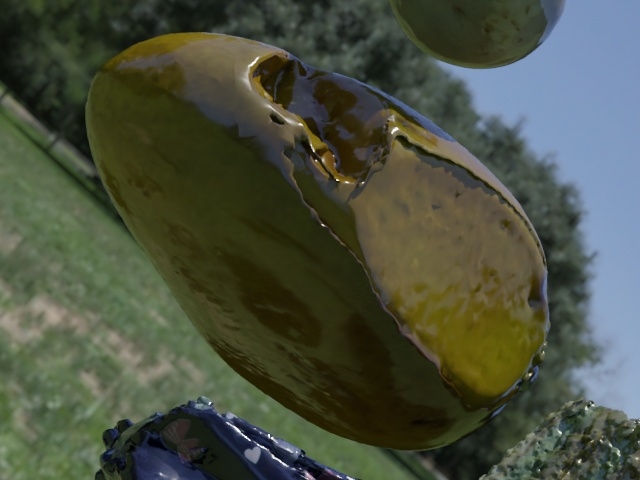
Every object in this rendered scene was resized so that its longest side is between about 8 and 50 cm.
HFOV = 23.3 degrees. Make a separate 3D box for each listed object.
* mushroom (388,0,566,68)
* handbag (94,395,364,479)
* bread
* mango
[{"bbox_3d":[0.072,-0.123,0.695,0.085,0.079,0.085,14,-47,15],"label":"mushroom"},{"bbox_3d":[-0.019,0.184,0.948,0.260,0.113,0.162,31,-19,-5],"label":"handbag"},{"bbox_3d":[0.199,0.223,1.132,0.102,0.138,0.196,28,-32,47],"label":"bread"},{"bbox_3d":[0.000,0.000,0.708,0.167,0.130,0.262,0,-34,35],"label":"mango"}]
